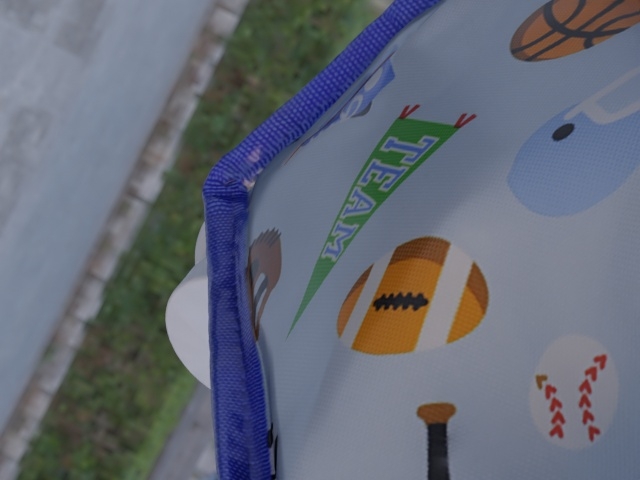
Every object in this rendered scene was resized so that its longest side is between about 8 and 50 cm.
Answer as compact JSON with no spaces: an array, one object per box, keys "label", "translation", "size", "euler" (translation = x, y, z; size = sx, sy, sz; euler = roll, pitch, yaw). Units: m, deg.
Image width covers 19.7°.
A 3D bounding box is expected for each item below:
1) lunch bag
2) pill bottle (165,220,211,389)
[{"label":"lunch bag","translation":[0.136,0.104,0.562],"size":[0.239,0.328,0.385],"euler":[-44,-156,16]},{"label":"pill bottle","translation":[0.000,0.000,1.246],"size":[0.246,0.136,0.136],"euler":[-50,169,-45]}]
